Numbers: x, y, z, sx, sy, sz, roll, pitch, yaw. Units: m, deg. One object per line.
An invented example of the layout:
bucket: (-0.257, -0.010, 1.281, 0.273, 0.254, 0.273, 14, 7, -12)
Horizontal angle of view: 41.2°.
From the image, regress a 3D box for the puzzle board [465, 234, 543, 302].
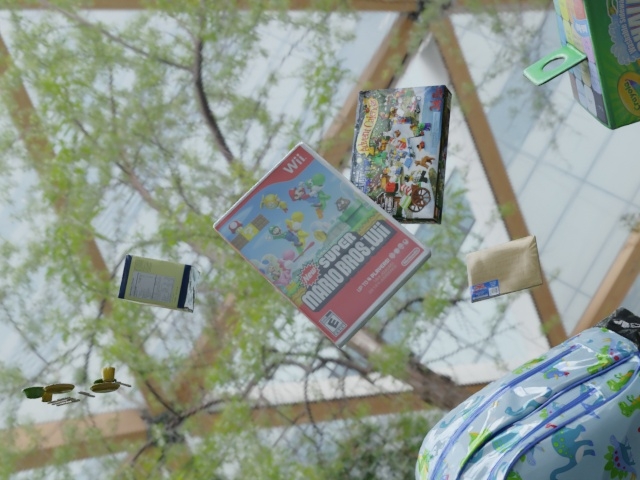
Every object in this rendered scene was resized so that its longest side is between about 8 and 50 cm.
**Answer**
puzzle board: (0.312, 0.050, 1.452, 0.011, 0.128, 0.097, 39, -139, -46)

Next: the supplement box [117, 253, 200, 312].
supplement box: (-0.203, 0.056, 1.079, 0.083, 0.083, 0.056, 90, -171, -81)

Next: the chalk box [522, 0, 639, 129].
chalk box: (0.294, -0.195, 0.788, 0.132, 0.212, 0.132, -91, -16, -67)

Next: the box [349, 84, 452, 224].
box: (0.133, -0.143, 1.445, 0.044, 0.159, 0.233, 29, -116, -61)

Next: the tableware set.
tableware set: (-0.387, 0.229, 1.348, 0.154, 0.024, 0.104, -16, -24, 16)

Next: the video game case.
video game case: (0.000, 0.000, 1.320, 0.204, 0.285, 0.025, -45, -21, -10)

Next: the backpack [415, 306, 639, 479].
backpack: (0.292, 0.287, 1.060, 0.355, 0.273, 0.290, -15, -74, -4)
